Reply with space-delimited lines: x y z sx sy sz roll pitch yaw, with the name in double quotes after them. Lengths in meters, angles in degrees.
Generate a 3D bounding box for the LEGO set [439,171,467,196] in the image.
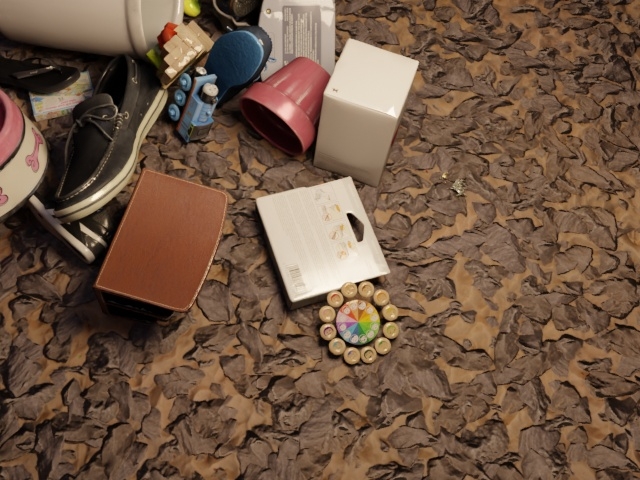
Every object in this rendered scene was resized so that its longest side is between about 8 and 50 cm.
0.334 -0.141 1.824 0.083 0.023 0.054 29 64 9 "LEGO set"

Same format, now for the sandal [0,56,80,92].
-0.725 -0.420 1.818 0.255 0.054 0.097 8 48 8 "sandal"

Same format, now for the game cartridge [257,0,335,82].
-0.062 -0.489 1.850 0.198 0.062 0.297 0 107 -4 "game cartridge"

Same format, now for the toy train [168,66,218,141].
-0.301 -0.330 1.775 0.080 0.184 0.105 -26 68 -44 "toy train"

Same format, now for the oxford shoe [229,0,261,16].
-0.193 -0.662 1.881 0.096 0.082 0.227 9 61 21 "oxford shoe"

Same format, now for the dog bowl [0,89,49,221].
-0.827 -0.196 1.618 0.408 0.150 0.407 -1 51 1 "dog bowl"

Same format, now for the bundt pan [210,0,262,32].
-0.143 -0.648 1.981 0.331 0.124 0.330 3 62 -5 "bundt pan"

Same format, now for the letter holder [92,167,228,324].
-0.331 0.026 1.604 0.215 0.152 0.301 15 63 0 "letter holder"

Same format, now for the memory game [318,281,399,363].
0.086 0.179 1.611 0.186 0.012 0.186 2 81 -11 "memory game"

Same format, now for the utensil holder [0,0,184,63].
-0.568 -0.623 1.805 0.386 0.327 0.327 9 62 6 "utensil holder"

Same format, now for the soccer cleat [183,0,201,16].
-0.437 -0.701 2.015 0.121 0.093 0.289 -43 77 9 "soccer cleat"

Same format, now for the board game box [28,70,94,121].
-0.647 -0.363 1.839 0.154 0.026 0.103 -16 65 -13 "board game box"

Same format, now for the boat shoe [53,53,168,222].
-0.494 -0.241 1.656 0.187 0.156 0.500 -14 43 29 "boat shoe"

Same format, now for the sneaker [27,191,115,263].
-0.555 -0.054 1.668 0.217 0.079 0.121 42 63 6 "sneaker"

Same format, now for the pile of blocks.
-0.356 -0.461 1.770 0.149 0.362 0.112 -42 103 10 "pile of blocks"

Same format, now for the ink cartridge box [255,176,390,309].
0.000 0.000 1.699 0.239 0.060 0.275 -14 66 -14 "ink cartridge box"

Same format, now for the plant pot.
-0.065 -0.337 1.772 0.201 0.201 0.180 36 76 12 "plant pot"

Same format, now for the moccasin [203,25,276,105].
-0.198 -0.432 1.750 0.117 0.342 0.137 -36 101 -30 "moccasin"

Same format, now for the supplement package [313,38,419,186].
0.101 -0.292 1.727 0.175 0.293 0.177 20 64 5 "supplement package"
